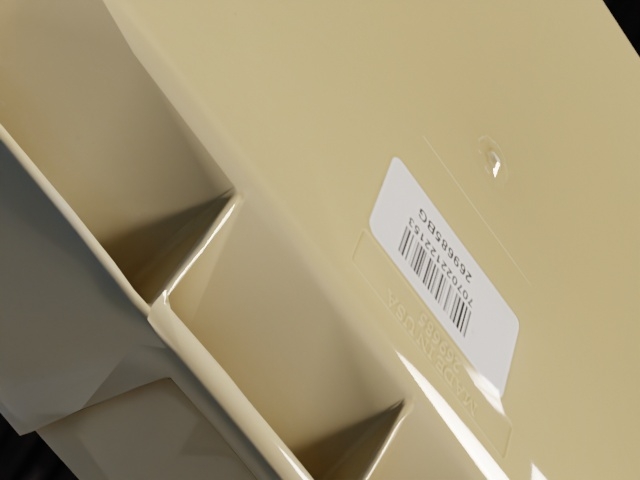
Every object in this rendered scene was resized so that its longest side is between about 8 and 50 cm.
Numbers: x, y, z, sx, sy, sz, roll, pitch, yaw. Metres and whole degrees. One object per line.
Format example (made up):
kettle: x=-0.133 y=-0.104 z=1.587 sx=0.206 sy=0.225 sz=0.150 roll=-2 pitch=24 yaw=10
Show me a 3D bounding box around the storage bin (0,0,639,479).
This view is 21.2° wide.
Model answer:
storage bin: x=0.000 y=0.000 z=0.455 sx=0.262 sy=0.123 sz=0.260 roll=53 pitch=34 yaw=-21
